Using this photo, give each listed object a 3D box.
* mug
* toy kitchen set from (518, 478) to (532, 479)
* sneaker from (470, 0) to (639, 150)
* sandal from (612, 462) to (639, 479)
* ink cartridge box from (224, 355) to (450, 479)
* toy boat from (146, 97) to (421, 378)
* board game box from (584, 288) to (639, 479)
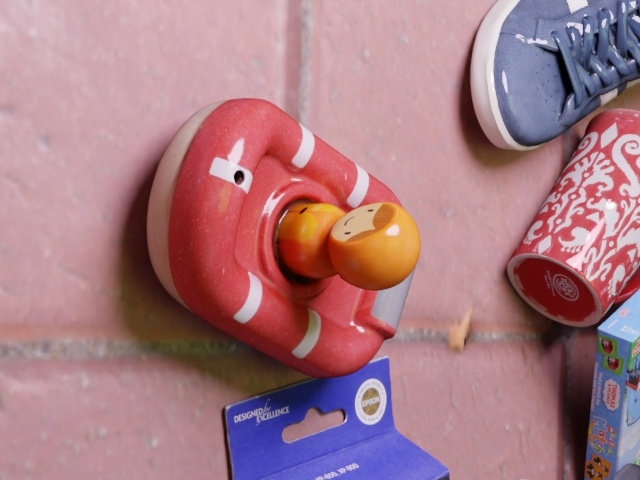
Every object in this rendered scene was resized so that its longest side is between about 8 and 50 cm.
[{"bbox_3d":[0.254,-0.004,1.209,0.150,0.113,0.169,46,62,-15],"label":"mug"},{"bbox_3d":[0.220,0.324,1.147,0.122,0.166,0.207,-32,114,-40],"label":"toy kitchen set"},{"bbox_3d":[0.267,-0.185,1.195,0.350,0.148,0.131,-39,118,-38],"label":"sneaker"},{"bbox_3d":[0.325,0.263,1.298,0.254,0.054,0.097,17,95,-57],"label":"sandal"},{"bbox_3d":[0.027,0.284,1.028,0.176,0.069,0.370,-12,97,-45],"label":"ink cartridge box"},{"bbox_3d":[0.000,0.000,0.924,0.231,0.151,0.151,32,68,-41],"label":"toy boat"},{"bbox_3d":[0.297,0.131,1.267,0.160,0.039,0.211,-35,136,-39],"label":"board game box"}]
